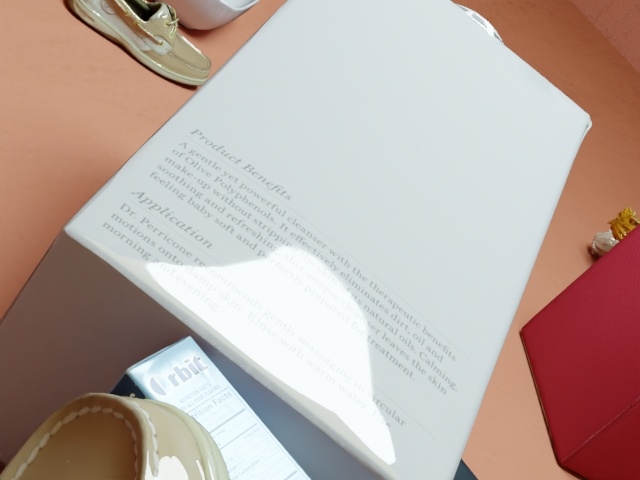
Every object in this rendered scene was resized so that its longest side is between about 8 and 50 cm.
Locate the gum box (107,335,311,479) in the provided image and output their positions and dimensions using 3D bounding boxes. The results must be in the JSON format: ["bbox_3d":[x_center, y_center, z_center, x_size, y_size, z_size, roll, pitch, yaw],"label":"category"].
[{"bbox_3d":[-0.042,0.156,0.468,0.184,0.157,0.041,49,35,10],"label":"gum box"}]

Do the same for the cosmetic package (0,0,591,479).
[{"bbox_3d":[0.000,0.000,0.642,0.197,0.155,0.365,39,37,-3],"label":"cosmetic package"}]

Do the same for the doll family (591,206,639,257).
[{"bbox_3d":[0.400,0.042,1.384,0.163,0.118,0.263,35,26,-19],"label":"doll family"}]

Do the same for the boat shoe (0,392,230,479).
[{"bbox_3d":[-0.111,0.155,0.311,0.098,0.109,0.302,52,45,-34],"label":"boat shoe"}]

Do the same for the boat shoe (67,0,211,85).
[{"bbox_3d":[-0.141,-0.176,0.989,0.135,0.045,0.050,30,28,-28],"label":"boat shoe"}]

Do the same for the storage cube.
[{"bbox_3d":[0.318,0.117,1.048,0.184,0.193,0.215,33,27,-23],"label":"storage cube"}]

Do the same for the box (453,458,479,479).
[{"bbox_3d":[0.030,0.156,0.710,0.220,0.051,0.175,51,26,16],"label":"box"}]

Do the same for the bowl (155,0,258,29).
[{"bbox_3d":[-0.128,-0.254,1.127,0.142,0.053,0.142,41,25,-6],"label":"bowl"}]
